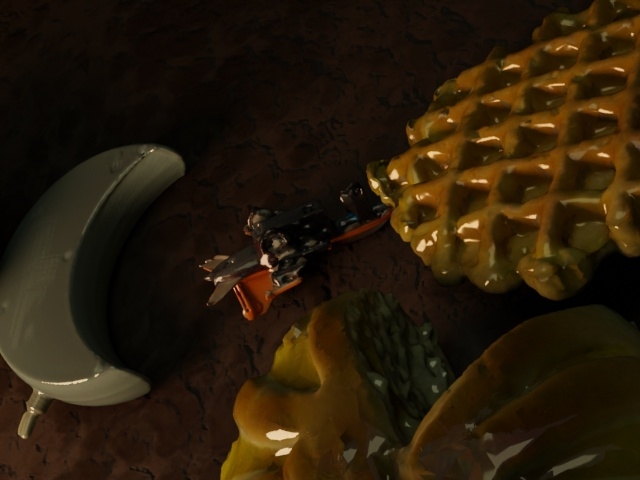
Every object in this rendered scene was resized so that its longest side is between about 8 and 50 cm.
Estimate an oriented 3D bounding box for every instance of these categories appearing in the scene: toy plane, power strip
[{"bbox_3d":[-0.005,-0.009,0.879,0.188,0.062,0.135,-33,25,7],"label":"toy plane"},{"bbox_3d":[-0.195,0.041,0.970,0.168,0.054,0.253,-9,59,30],"label":"power strip"}]

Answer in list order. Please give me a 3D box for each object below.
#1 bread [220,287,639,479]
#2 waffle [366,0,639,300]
[{"bbox_3d":[0.073,0.162,0.668,0.333,0.160,0.333,-16,57,26],"label":"bread"},{"bbox_3d":[0.162,-0.071,0.772,0.291,0.051,0.291,-27,32,19],"label":"waffle"}]
